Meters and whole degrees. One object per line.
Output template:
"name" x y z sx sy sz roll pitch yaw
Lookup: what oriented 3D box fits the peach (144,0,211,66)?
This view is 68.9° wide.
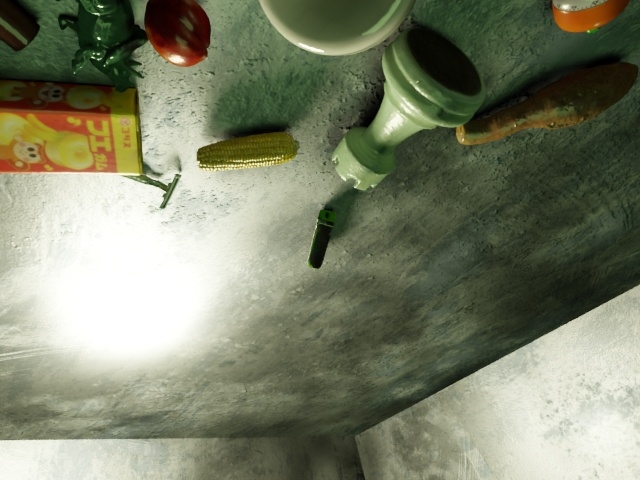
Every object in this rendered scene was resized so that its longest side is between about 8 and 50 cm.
"peach" -0.217 -0.318 0.703 0.101 0.100 0.100 -10 144 -8

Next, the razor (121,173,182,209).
"razor" -0.395 -0.136 0.935 0.211 0.036 0.084 22 106 -32

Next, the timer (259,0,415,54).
"timer" 0.016 -0.364 0.604 0.234 0.240 0.233 7 113 16

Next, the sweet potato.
"sweet potato" 0.489 -0.284 0.996 0.386 0.109 0.109 -21 144 7

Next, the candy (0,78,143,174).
"candy" -0.451 -0.188 0.792 0.277 0.087 0.146 -2 141 -17

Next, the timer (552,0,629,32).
"timer" 0.479 -0.419 0.818 0.136 0.099 0.136 0 144 0

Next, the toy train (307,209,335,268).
"toy train" 0.000 0.000 1.245 0.044 0.042 0.209 14 141 -1

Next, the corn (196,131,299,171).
"corn" -0.144 -0.177 0.937 0.207 0.067 0.067 -11 144 -7

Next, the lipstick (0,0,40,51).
"lipstick" -0.511 -0.376 0.548 0.057 0.057 0.357 -27 143 15

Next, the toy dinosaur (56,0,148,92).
"toy dinosaur" -0.334 -0.333 0.654 0.120 0.079 0.292 -21 147 -2

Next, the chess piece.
"chess piece" 0.143 -0.228 0.895 0.195 0.194 0.299 8 147 -29
